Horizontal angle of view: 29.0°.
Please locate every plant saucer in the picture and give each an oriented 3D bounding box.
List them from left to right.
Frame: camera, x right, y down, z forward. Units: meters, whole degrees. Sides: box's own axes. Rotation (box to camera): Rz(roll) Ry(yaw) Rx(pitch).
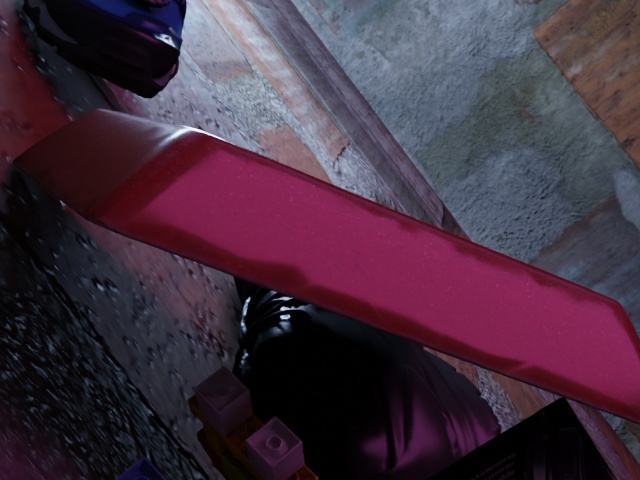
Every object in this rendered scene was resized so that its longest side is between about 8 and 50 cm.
[{"bbox_3d":[0.000,0.000,0.575,0.258,0.048,0.259,21,1,-21],"label":"plant saucer"}]

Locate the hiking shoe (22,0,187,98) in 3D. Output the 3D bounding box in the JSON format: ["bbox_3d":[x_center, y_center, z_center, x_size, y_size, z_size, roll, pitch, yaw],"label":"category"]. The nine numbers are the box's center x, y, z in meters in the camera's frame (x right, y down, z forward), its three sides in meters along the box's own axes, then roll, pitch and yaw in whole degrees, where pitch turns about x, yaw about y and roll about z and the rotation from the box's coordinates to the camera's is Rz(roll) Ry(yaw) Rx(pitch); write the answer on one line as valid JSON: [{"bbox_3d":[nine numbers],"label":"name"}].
[{"bbox_3d":[-0.132,-0.219,0.873,0.113,0.132,0.304,23,31,-23],"label":"hiking shoe"}]

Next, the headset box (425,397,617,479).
[{"bbox_3d":[0.143,0.246,0.573,0.283,0.131,0.246,59,2,25],"label":"headset box"}]

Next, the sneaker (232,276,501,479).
[{"bbox_3d":[-0.001,0.055,0.757,0.130,0.109,0.286,18,24,-40],"label":"sneaker"}]

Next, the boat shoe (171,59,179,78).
[{"bbox_3d":[-0.155,-0.178,0.989,0.137,0.049,0.043,51,8,13],"label":"boat shoe"}]

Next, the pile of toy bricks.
[{"bbox_3d":[-0.003,0.161,0.461,0.212,0.118,0.105,41,-25,28],"label":"pile of toy bricks"}]
